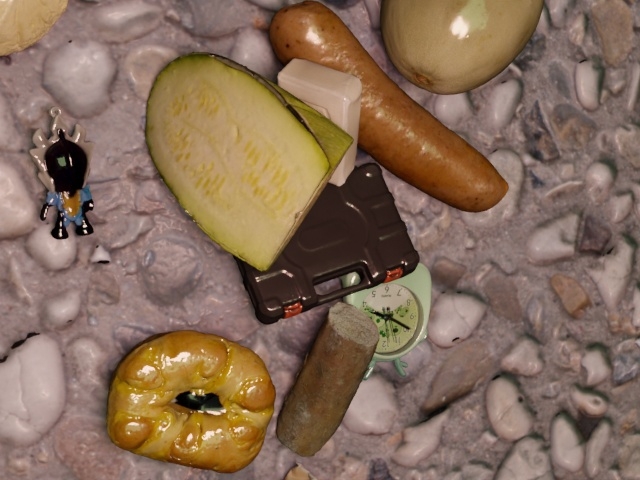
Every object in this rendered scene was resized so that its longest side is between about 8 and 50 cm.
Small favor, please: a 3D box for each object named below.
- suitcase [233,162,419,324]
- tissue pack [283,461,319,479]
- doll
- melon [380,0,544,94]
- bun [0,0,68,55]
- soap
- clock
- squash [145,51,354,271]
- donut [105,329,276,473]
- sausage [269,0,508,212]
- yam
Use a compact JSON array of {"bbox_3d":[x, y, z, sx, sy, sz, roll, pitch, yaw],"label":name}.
[{"bbox_3d":[0.000,0.000,1.272,0.285,0.066,0.206,-18,76,-18],"label":"suitcase"},{"bbox_3d":[-0.048,0.633,1.278,0.405,0.205,0.332,-45,108,-12],"label":"tissue pack"},{"bbox_3d":[-0.378,-0.100,1.158,0.096,0.070,0.195,-13,107,-34],"label":"doll"},{"bbox_3d":[0.224,-0.380,1.247,0.271,0.272,0.308,19,54,-21],"label":"melon"},{"bbox_3d":[-0.458,-0.364,1.066,0.220,0.134,0.220,-3,100,-18],"label":"bun"},{"bbox_3d":[-0.002,-0.182,1.215,0.121,0.183,0.064,21,51,16],"label":"soap"},{"bbox_3d":[0.108,0.137,1.361,0.159,0.066,0.211,1,95,-19],"label":"clock"},{"bbox_3d":[-0.135,-0.143,1.139,0.309,0.210,0.234,34,113,-1],"label":"squash"},{"bbox_3d":[-0.199,0.244,1.225,0.261,0.128,0.209,22,86,-21],"label":"donut"},{"bbox_3d":[0.110,-0.200,1.295,0.501,0.123,0.136,39,116,-20],"label":"sausage"},{"bbox_3d":[0.011,0.234,1.297,0.106,0.106,0.259,13,118,-21],"label":"yam"}]
